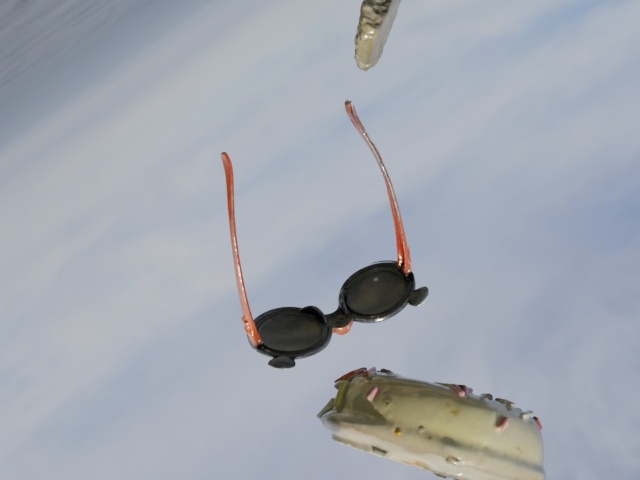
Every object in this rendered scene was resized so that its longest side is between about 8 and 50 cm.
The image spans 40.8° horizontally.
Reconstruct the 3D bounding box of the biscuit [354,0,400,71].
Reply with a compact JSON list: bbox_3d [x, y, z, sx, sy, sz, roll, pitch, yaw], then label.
[{"bbox_3d":[0.074,-0.266,0.946,0.133,0.032,0.250,105,5,-56],"label":"biscuit"}]

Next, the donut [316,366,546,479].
[{"bbox_3d":[0.190,0.311,1.416,0.383,0.383,0.142,-6,-116,61],"label":"donut"}]

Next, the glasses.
[{"bbox_3d":[0.000,0.000,1.019,0.234,0.268,0.118,-24,-145,-17],"label":"glasses"}]
